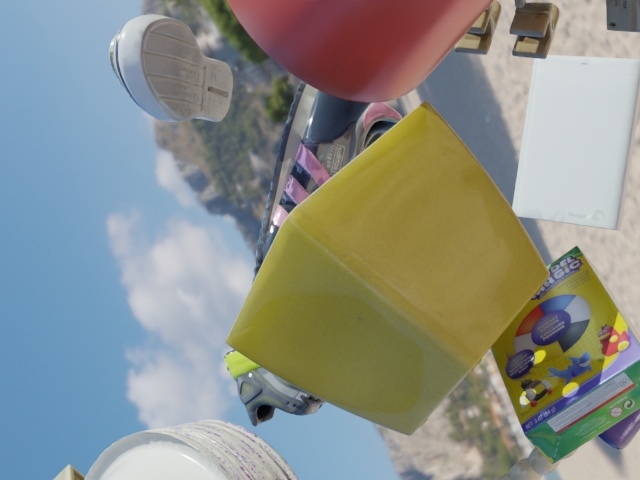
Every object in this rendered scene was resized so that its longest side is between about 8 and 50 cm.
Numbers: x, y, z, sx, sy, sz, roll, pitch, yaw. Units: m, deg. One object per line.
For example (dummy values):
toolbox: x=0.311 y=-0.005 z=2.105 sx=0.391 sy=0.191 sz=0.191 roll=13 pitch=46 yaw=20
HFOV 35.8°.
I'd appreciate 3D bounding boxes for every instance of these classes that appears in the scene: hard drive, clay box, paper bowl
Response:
hard drive: x=0.475 y=-0.184 z=1.833 sx=0.040 sy=0.203 sz=0.307 roll=3 pitch=-85 yaw=-59
clay box: x=0.229 y=0.094 z=0.944 sx=0.053 sy=0.127 sz=0.222 roll=46 pitch=-164 yaw=-25
paper bowl: x=-0.138 y=0.320 z=0.938 sx=0.148 sy=0.284 sz=0.284 roll=1 pitch=-118 yaw=-51

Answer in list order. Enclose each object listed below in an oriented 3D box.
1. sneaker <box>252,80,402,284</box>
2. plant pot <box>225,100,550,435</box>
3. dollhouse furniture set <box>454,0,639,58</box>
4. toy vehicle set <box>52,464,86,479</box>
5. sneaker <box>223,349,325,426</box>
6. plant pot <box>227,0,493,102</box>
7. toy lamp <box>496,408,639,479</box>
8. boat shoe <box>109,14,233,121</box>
sneaker: x=0.004 y=-0.019 z=1.078 sx=0.112 sy=0.131 sz=0.319 roll=96 pitch=-173 yaw=-85
plant pot: x=0.072 y=0.044 z=0.888 sx=0.187 sy=0.212 sz=0.212 roll=41 pitch=141 yaw=10
dollhouse furniture set: x=0.269 y=-0.343 z=1.153 sx=0.212 sy=0.242 sz=0.161 roll=65 pitch=-139 yaw=-54
toy vehicle set: x=-0.240 y=0.416 z=1.294 sx=0.267 sy=0.035 sz=0.166 roll=46 pitch=176 yaw=-17
sneaker: x=-0.007 y=0.182 z=1.412 sx=0.111 sy=0.300 sz=0.121 roll=-3 pitch=-107 yaw=-49
plant pot: x=0.073 y=-0.299 z=0.894 sx=0.275 sy=0.243 sz=0.275 roll=16 pitch=-119 yaw=-31
toy lamp: x=0.219 y=0.221 z=0.983 sx=0.080 sy=0.275 sz=0.080 roll=39 pitch=-159 yaw=-18
boat shoe: x=-0.185 y=-0.187 z=1.141 sx=0.302 sy=0.094 sz=0.109 roll=15 pitch=-98 yaw=-79
